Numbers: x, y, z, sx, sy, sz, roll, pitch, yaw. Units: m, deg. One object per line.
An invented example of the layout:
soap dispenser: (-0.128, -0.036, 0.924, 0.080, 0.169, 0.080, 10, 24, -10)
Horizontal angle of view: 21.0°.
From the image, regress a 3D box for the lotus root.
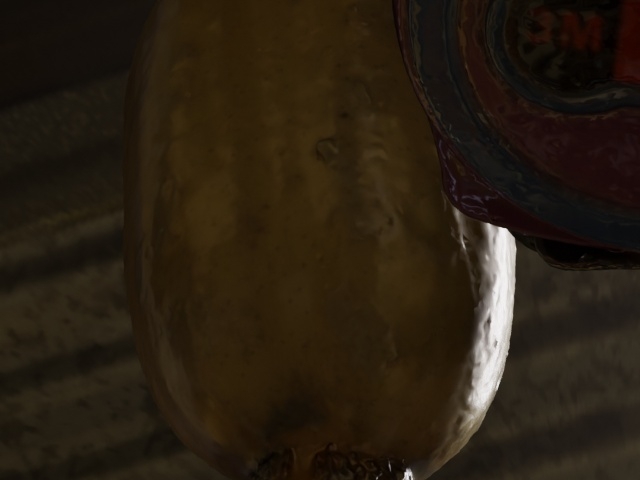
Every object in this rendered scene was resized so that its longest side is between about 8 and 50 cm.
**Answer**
lotus root: (0.000, 0.000, 0.741, 0.169, 0.151, 0.342, -17, -125, 16)

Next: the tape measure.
tape measure: (0.074, -0.047, 0.341, 0.118, 0.074, 0.125, 8, -56, 10)
